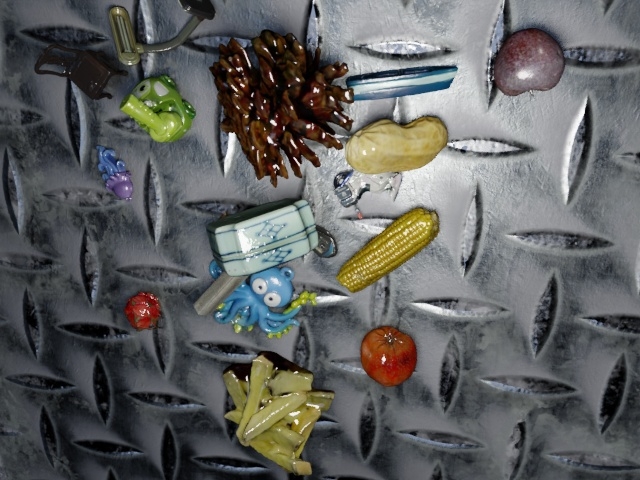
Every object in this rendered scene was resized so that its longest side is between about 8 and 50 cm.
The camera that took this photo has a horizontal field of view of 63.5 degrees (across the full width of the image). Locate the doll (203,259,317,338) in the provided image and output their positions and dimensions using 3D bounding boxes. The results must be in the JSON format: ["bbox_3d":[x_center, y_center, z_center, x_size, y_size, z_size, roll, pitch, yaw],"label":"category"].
[{"bbox_3d":[-0.219,0.176,1.661,0.341,0.099,0.346,-38,94,20],"label":"doll"}]

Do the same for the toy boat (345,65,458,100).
[{"bbox_3d":[0.219,-0.426,1.396,0.299,0.096,0.061,-5,115,8],"label":"toy boat"}]

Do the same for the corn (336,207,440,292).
[{"bbox_3d":[0.200,0.030,1.537,0.363,0.120,0.120,-37,99,20],"label":"corn"}]

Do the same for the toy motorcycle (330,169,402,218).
[{"bbox_3d":[0.144,-0.161,1.497,0.221,0.102,0.150,-26,82,13],"label":"toy motorcycle"}]

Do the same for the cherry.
[{"bbox_3d":[0.530,-0.449,1.310,0.176,0.140,0.176,4,101,21],"label":"cherry"}]

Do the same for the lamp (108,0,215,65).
[{"bbox_3d":[-0.451,-0.632,1.444,0.283,0.124,0.203,-29,81,20],"label":"lamp"}]

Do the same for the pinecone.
[{"bbox_3d":[-0.088,-0.345,1.329,0.398,0.398,0.397,3,109,8],"label":"pinecone"}]

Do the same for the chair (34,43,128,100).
[{"bbox_3d":[-0.670,-0.471,1.455,0.113,0.229,0.106,42,110,-3],"label":"chair"}]

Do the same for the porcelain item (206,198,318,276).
[{"bbox_3d":[-0.168,-0.009,1.470,0.286,0.281,0.157,-20,103,-19],"label":"porcelain item"}]

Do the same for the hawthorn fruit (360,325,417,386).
[{"bbox_3d":[0.214,0.376,1.628,0.179,0.179,0.200,1,129,9],"label":"hawthorn fruit"}]

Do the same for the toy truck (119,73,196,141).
[{"bbox_3d":[-0.465,-0.362,1.480,0.148,0.210,0.187,-35,118,18],"label":"toy truck"}]

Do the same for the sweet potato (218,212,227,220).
[{"bbox_3d":[-0.314,-0.050,1.639,0.034,0.034,0.095,32,121,-2],"label":"sweet potato"}]

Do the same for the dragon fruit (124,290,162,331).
[{"bbox_3d":[-0.598,0.240,1.744,0.121,0.130,0.142,-3,110,-25],"label":"dragon fruit"}]

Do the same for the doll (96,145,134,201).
[{"bbox_3d":[-0.646,-0.212,1.626,0.110,0.067,0.206,-28,91,31],"label":"doll"}]

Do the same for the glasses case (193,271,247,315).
[{"bbox_3d":[-0.308,0.156,1.613,0.205,0.071,0.047,-45,63,23],"label":"glasses case"}]

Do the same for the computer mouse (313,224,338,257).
[{"bbox_3d":[0.000,0.000,1.596,0.135,0.047,0.079,37,117,8],"label":"computer mouse"}]

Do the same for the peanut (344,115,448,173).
[{"bbox_3d":[0.209,-0.258,1.395,0.305,0.147,0.147,-7,109,-16],"label":"peanut"}]

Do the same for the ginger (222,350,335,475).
[{"bbox_3d":[-0.152,0.585,1.732,0.358,0.211,0.413,-35,99,16],"label":"ginger"}]
